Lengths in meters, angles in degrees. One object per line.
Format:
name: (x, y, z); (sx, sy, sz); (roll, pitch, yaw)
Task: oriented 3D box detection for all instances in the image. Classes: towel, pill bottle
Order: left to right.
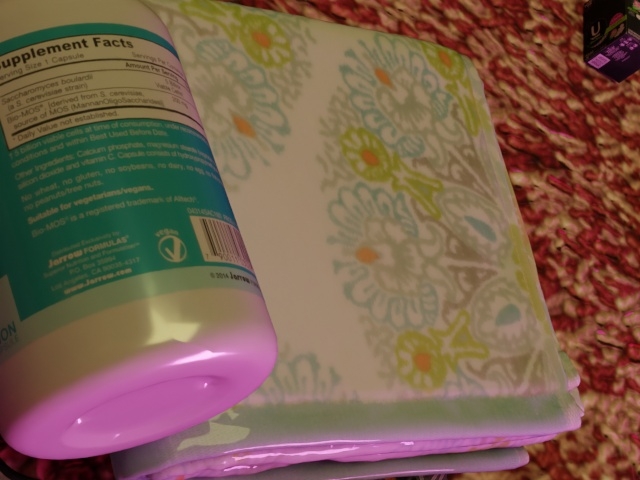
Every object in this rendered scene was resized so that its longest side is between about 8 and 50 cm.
pill bottle: (-0.128, -0.031, 0.741); (0.146, 0.146, 0.264); (-2, 63, -41)
towel: (0.000, 0.000, 0.946); (0.374, 0.090, 0.320); (4, 62, -40)

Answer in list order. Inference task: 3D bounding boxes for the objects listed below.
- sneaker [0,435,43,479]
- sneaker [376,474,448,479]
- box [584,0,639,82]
sneaker: (-0.172, 0.177, 0.807); (0.170, 0.063, 0.075); (56, 35, -8)
sneaker: (0.046, 0.196, 0.974); (0.083, 0.084, 0.215); (45, 44, -20)
box: (0.309, -0.217, 1.451); (0.052, 0.062, 0.083); (26, 52, -26)
